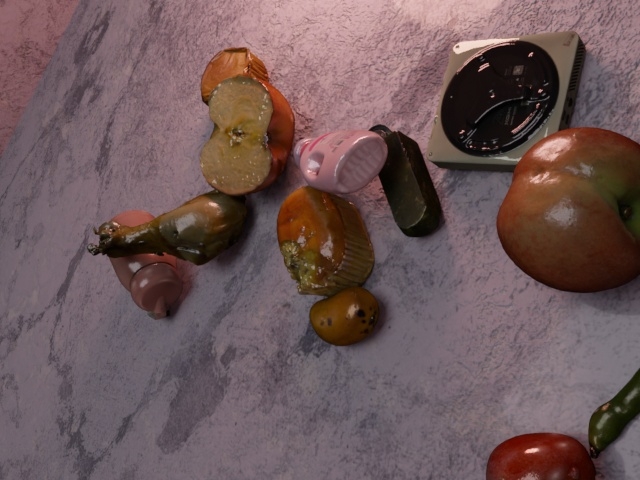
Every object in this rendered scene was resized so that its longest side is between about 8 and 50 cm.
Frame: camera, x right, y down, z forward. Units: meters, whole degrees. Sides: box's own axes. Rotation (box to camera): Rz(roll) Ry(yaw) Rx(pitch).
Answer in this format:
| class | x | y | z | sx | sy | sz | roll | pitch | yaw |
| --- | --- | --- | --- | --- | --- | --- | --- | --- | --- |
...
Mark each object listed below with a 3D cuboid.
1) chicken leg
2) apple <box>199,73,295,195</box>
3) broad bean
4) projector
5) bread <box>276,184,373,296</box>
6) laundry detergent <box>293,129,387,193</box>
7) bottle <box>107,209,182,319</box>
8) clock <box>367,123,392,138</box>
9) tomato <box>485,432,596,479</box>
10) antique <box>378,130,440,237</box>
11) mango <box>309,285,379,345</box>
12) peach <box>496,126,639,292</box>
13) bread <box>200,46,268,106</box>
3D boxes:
| class | x | y | z | sx | sy | sz | roll | pitch | yaw |
| --- | --- | --- | --- | --- | --- | --- | --- | --- | --- |
| chicken leg | -0.397 | -0.024 | 1.612 | 0.429 | 0.153 | 0.201 | -9 | 92 | 7 |
| apple | -0.163 | -0.257 | 1.561 | 0.251 | 0.163 | 0.293 | 16 | 100 | 33 |
| broad bean | 0.480 | 0.222 | 0.915 | 0.256 | 0.052 | 0.053 | -54 | 9 | 18 |
| projector | 0.342 | -0.263 | 1.171 | 0.259 | 0.079 | 0.257 | 9 | 82 | 41 |
| bread | 0.000 | 0.000 | 1.358 | 0.179 | 0.133 | 0.250 | -32 | 58 | 26 |
| laundry detergent | 0.023 | -0.177 | 1.344 | 0.159 | 0.088 | 0.335 | -45 | 22 | -7 |
| bottle | -0.498 | 0.075 | 1.761 | 0.297 | 0.173 | 0.206 | 50 | 142 | 37 |
| clock | 0.129 | -0.219 | 1.388 | 0.085 | 0.017 | 0.085 | -14 | 68 | 38 |
| tomato | 0.324 | 0.367 | 0.930 | 0.167 | 0.167 | 0.167 | -14 | 67 | 38 |
| antique | 0.179 | -0.110 | 1.269 | 0.081 | 0.080 | 0.221 | -33 | 58 | 31 |
| mango | 0.048 | 0.163 | 1.289 | 0.178 | 0.090 | 0.115 | -28 | 63 | 38 |
| peach | 0.396 | -0.043 | 0.956 | 0.252 | 0.252 | 0.252 | -14 | 67 | 38 |
| bread | -0.237 | -0.439 | 1.726 | 0.199 | 0.104 | 0.199 | -15 | 64 | 34 |
